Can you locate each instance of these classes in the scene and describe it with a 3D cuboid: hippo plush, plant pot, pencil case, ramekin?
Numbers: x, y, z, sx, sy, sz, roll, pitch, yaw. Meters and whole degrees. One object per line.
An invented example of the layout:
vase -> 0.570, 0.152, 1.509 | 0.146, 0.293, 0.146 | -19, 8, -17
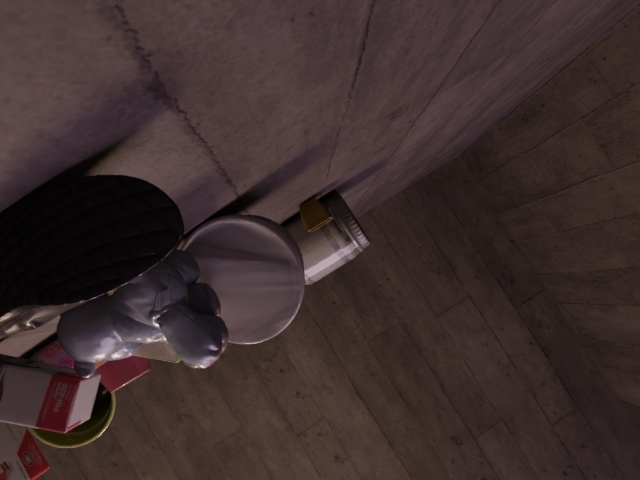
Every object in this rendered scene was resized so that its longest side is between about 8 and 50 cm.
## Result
hippo plush -> -0.318, 0.155, 0.866 | 0.236, 0.234, 0.294 | -30, 173, 2
plant pot -> -0.802, 0.504, 1.667 | 0.276, 0.276, 0.254 | -31, -173, -7
plant pot -> -0.020, -0.081, 1.482 | 0.081, 0.083, 0.081 | -33, 176, 5
plant pot -> -0.601, 0.336, 1.464 | 0.201, 0.180, 0.201 | -31, 177, -2
pencil case -> -0.630, 0.295, 1.204 | 0.284, 0.124, 0.124 | -34, 176, 15
ramekin -> -0.156, 0.068, 1.049 | 0.272, 0.273, 0.127 | -33, -172, 16

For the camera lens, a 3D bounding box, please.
camera lens -> 0.000, 0.000, 1.660 | 0.274, 0.219, 0.219 | -32, 176, 7

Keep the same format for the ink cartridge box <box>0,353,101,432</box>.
ink cartridge box -> -0.520, 0.259, 0.868 | 0.217, 0.092, 0.158 | 13, 167, -9

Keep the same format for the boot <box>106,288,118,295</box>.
boot -> -0.357, 0.105, 1.123 | 0.262, 0.095, 0.203 | -29, 176, 18

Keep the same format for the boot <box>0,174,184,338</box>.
boot -> -0.289, 0.024, 0.584 | 0.338, 0.118, 0.223 | -21, 180, 6

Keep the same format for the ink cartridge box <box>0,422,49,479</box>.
ink cartridge box -> -0.975, 0.620, 1.344 | 0.160, 0.279, 0.384 | -33, 177, 3

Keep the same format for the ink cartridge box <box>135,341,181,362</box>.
ink cartridge box -> -0.409, 0.232, 1.435 | 0.207, 0.119, 0.353 | 6, -174, 13
